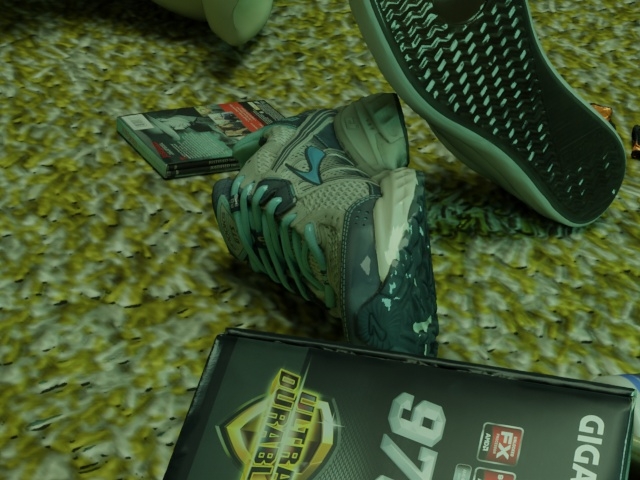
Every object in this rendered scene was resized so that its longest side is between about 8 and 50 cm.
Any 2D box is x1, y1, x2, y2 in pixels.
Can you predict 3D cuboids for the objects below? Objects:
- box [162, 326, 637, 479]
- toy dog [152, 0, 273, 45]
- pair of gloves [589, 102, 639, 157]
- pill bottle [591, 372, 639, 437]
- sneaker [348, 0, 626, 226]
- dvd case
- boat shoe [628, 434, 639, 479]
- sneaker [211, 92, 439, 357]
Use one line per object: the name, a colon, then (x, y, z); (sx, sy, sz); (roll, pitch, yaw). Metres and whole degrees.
box: (0.016, 0.141, 0.575); (0.175, 0.051, 0.220); (8, 49, 13)
toy dog: (-0.216, -0.353, 1.327); (0.408, 0.284, 0.395); (11, 15, 7)
pair of gloves: (0.233, -0.085, 1.198); (0.083, 0.010, 0.074); (19, 29, 19)
pill bottle: (0.200, 0.101, 0.760); (0.137, 0.078, 0.078); (-2, 29, -17)
sneaker: (0.081, -0.117, 1.005); (0.106, 0.290, 0.123); (-48, 38, -9)
dvd case: (-0.073, -0.074, 1.101); (0.119, 0.013, 0.087); (-9, 31, -30)
boat shoe: (0.210, 0.153, 0.638); (0.302, 0.098, 0.109); (18, 29, 21)
sneaker: (0.000, 0.000, 0.907); (0.122, 0.110, 0.283); (-7, 21, -1)
